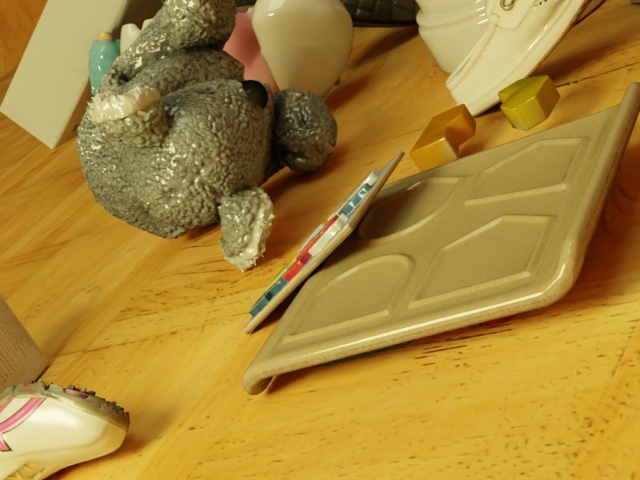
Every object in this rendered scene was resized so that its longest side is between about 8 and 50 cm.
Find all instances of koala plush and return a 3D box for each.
[{"bbox_3d":[-0.100,-0.071,0.987,0.203,0.196,0.221,-41,18,6],"label":"koala plush"}]

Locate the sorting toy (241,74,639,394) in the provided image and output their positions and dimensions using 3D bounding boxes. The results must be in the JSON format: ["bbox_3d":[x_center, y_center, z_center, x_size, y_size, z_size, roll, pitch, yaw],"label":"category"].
[{"bbox_3d":[0.096,-0.021,0.777,0.229,0.041,0.307,-23,20,34],"label":"sorting toy"}]

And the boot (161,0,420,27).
[{"bbox_3d":[-0.019,-0.272,1.423,0.338,0.118,0.222,9,-11,9],"label":"boot"}]

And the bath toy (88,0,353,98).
[{"bbox_3d":[-0.097,-0.176,1.325,0.151,0.129,0.348,-4,0,-44],"label":"bath toy"}]

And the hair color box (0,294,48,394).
[{"bbox_3d":[-0.279,0.108,0.915,0.053,0.093,0.167,-21,20,28],"label":"hair color box"}]

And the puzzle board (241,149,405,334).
[{"bbox_3d":[0.000,0.000,0.822,0.128,0.011,0.096,-45,7,41],"label":"puzzle board"}]

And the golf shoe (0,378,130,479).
[{"bbox_3d":[-0.195,0.137,0.784,0.186,0.067,0.085,-13,57,32],"label":"golf shoe"}]

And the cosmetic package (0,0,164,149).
[{"bbox_3d":[-0.222,-0.301,1.597,0.284,0.097,0.377,-59,-7,30],"label":"cosmetic package"}]

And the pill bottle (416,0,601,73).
[{"bbox_3d":[0.088,-0.361,1.070,0.229,0.407,0.229,-27,18,10],"label":"pill bottle"}]

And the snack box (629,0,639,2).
[{"bbox_3d":[0.331,-0.243,1.006,0.178,0.022,0.064,-32,20,-6],"label":"snack box"}]

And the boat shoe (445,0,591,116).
[{"bbox_3d":[0.160,-0.206,0.913,0.277,0.096,0.098,-52,7,39],"label":"boat shoe"}]
